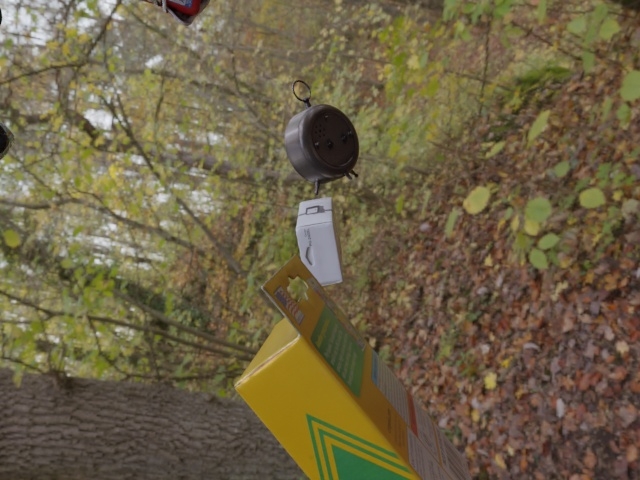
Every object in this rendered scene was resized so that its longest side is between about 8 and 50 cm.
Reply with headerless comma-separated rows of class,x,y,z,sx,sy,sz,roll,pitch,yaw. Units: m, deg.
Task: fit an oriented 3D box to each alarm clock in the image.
alarm clock,-0.001,-0.183,0.987,0.064,0.129,0.191,-18,98,52

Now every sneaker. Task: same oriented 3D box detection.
sneaker,-0.138,-0.199,0.454,0.118,0.067,0.042,-31,-26,-48

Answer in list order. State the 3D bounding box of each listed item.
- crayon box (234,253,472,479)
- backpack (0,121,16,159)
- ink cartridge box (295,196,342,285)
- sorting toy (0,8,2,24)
crayon box,0.033,0.175,0.597,0.083,0.322,0.203,-38,1,9
backpack,-0.916,-0.280,1.607,0.115,0.152,0.182,-47,14,-19
ink cartridge box,0.000,0.000,0.998,0.150,0.063,0.109,-89,-11,-70
sorting toy,-0.280,-0.325,0.530,0.046,0.132,0.274,28,77,47
